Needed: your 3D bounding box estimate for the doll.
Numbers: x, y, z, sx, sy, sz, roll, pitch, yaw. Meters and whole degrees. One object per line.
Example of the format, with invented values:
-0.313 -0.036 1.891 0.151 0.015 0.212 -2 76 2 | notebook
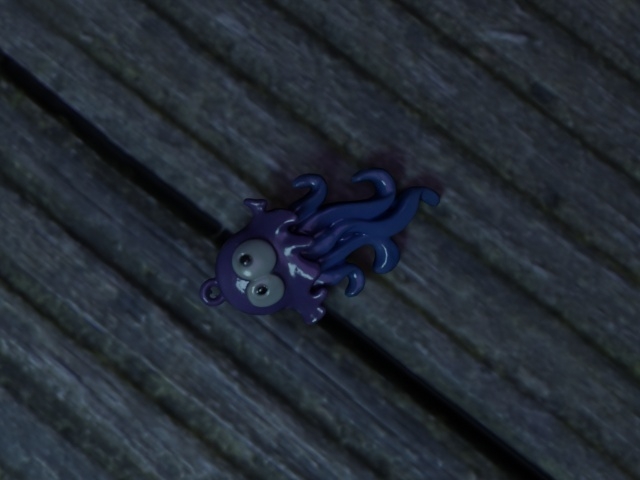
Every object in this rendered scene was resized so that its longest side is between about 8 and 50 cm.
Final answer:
0.000 0.000 0.702 0.205 0.067 0.110 -27 97 -11 | doll
